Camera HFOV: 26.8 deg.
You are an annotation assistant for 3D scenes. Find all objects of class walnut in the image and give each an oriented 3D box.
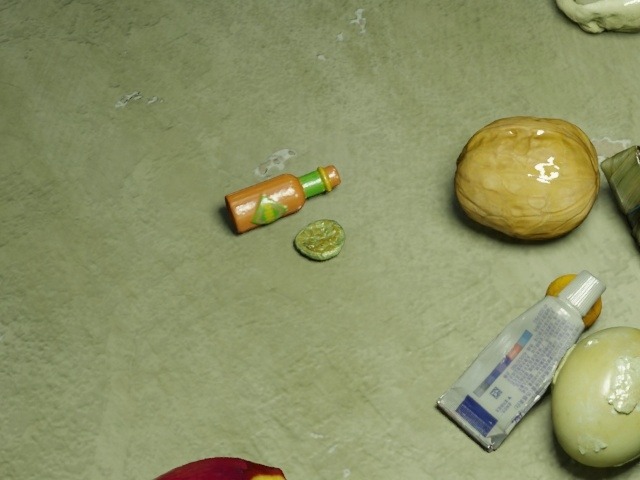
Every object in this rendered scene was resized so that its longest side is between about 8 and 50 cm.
[{"bbox_3d":[0.311,-0.097,2.036,0.222,0.195,0.195,14,55,23],"label":"walnut"}]

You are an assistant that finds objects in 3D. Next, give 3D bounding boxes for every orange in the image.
[{"bbox_3d":[0.364,0.089,1.942,0.083,0.083,0.070,9,21,18],"label":"orange"}]

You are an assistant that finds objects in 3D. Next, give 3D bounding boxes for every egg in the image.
[{"bbox_3d":[0.386,0.207,1.790,0.164,0.164,0.201,19,63,24],"label":"egg"}]

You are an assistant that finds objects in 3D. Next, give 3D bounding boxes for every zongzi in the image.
[{"bbox_3d":[0.555,-0.043,2.015,0.221,0.112,0.242,-15,78,-31],"label":"zongzi"}]

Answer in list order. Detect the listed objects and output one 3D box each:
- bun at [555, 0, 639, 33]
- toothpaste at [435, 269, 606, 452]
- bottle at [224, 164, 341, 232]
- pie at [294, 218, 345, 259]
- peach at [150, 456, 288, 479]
[{"bbox_3d":[0.525,-0.428,2.309,0.237,0.116,0.210,23,60,44],"label":"bun"},{"bbox_3d":[0.292,0.158,1.873,0.282,0.068,0.099,-49,31,0],"label":"toothpaste"},{"bbox_3d":[-0.058,-0.074,2.163,0.187,0.069,0.069,-23,51,-7],"label":"bottle"},{"bbox_3d":[0.002,0.000,2.122,0.084,0.021,0.084,-7,46,7],"label":"pie"},{"bbox_3d":[-0.080,0.469,1.565,0.416,0.339,0.353,31,100,30],"label":"peach"}]
